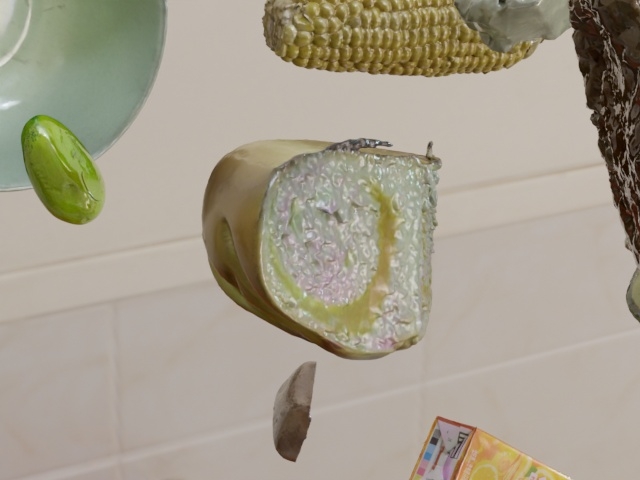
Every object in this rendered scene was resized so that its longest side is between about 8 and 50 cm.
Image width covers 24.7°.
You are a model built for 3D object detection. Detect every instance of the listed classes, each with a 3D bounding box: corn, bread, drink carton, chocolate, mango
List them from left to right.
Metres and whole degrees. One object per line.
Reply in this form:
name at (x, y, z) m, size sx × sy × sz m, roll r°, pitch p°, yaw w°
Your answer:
mango at (-0.227, -0.063, 1.279) m, size 0.073 × 0.056 × 0.108 m, roll -96°, pitch 164°, yaw -54°
chocolate at (-0.023, 0.140, 1.242) m, size 0.101 × 0.031 × 0.064 m, roll -81°, pitch -171°, yaw -62°
bread at (0.003, -0.001, 1.083) m, size 0.156 × 0.260 × 0.158 m, roll 9°, pitch -84°, yaw 47°
corn at (0.104, -0.245, 1.623) m, size 0.130 × 0.347 × 0.130 m, roll 176°, pitch -90°, yaw -68°
drink carton at (0.207, 0.283, 1.661) m, size 0.071 × 0.223 × 0.096 m, roll 12°, pitch -106°, yaw 53°

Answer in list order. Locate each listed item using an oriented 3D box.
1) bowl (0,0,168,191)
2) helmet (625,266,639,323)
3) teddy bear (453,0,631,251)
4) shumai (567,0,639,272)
bowl at (-0.311, -0.207, 1.373) m, size 0.163 × 0.307 × 0.307 m, roll 24°, pitch -58°, yaw 53°
helmet at (0.386, -0.005, 1.215) m, size 0.204 × 0.257 × 0.137 m, roll 34°, pitch -44°, yaw 24°
teddy bear at (0.187, -0.205, 1.053) m, size 0.362 × 0.327 × 0.375 m, roll 25°, pitch -50°, yaw 27°
shumai at (0.238, -0.068, 0.742) m, size 0.184 × 0.185 × 0.218 m, roll -88°, pitch 160°, yaw -78°
